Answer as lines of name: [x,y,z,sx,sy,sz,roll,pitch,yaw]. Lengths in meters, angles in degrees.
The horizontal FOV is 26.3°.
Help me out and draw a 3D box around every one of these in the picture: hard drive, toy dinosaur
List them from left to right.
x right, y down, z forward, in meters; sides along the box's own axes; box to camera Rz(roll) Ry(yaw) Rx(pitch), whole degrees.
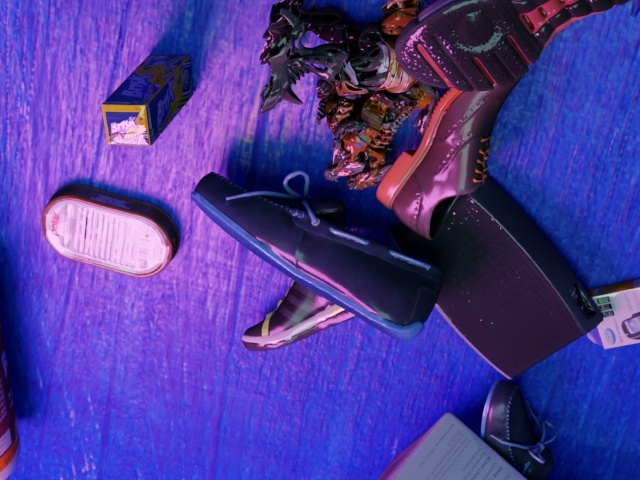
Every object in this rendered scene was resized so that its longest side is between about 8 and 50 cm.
toy dinosaur: [0.044,-0.214,1.617,0.218,0.164,0.322,10,103,-8]
hard drive: [0.218,0.052,1.735,0.172,0.054,0.255,-36,100,29]

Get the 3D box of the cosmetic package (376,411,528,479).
cosmetic package: [0.235,0.434,1.811,0.385,0.156,0.217,41,147,4]

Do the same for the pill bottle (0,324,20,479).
pill bottle: [-0.551,0.156,1.896,0.224,0.224,0.392,5,120,11]

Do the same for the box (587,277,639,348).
box: [0.401,0.090,1.740,0.136,0.028,0.081,-12,115,22]

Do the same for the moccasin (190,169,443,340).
moccasin: [0.000,0.000,1.722,0.342,0.138,0.117,31,84,10]

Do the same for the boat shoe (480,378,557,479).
boat shoe: [0.278,0.289,1.844,0.089,0.109,0.258,10,136,30]

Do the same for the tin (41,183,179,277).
tin: [-0.285,-0.012,1.848,0.189,0.040,0.106,15,117,6]

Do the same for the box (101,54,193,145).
box: [-0.207,-0.172,1.660,0.059,0.169,0.054,2,119,13]

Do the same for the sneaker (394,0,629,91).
sneaker: [0.228,-0.271,1.514,0.313,0.136,0.116,-27,117,16]

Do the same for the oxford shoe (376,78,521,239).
oxford shoe: [0.176,-0.115,1.625,0.098,0.097,0.271,48,128,18]

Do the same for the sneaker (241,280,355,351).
sneaker: [-0.009,0.073,1.817,0.234,0.084,0.097,-24,87,23]
